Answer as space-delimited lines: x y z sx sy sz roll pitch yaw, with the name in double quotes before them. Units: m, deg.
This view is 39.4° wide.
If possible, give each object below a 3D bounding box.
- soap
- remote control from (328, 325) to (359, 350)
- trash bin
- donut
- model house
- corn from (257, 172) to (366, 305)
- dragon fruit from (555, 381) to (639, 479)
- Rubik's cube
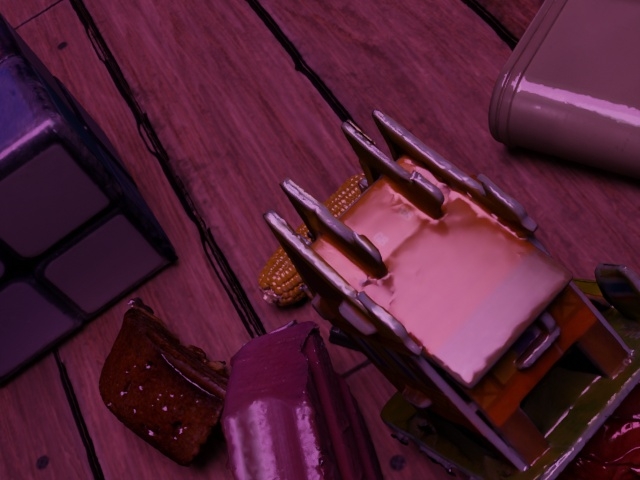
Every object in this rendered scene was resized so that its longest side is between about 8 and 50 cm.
"soap" -0.015 0.215 0.900 0.112 0.182 0.289 -22 58 9
"remote control" 0.052 0.115 1.042 0.091 0.016 0.034 14 60 28
"trash bin" 0.363 -0.189 1.063 0.247 0.121 0.243 22 68 28
"donut" -0.189 0.164 1.037 0.186 0.144 0.126 29 92 8
"model house" 0.097 0.021 0.836 0.242 0.313 0.357 -42 12 -10
"corn" 0.000 0.000 1.108 0.067 0.067 0.206 32 74 35
"dragon fruit" 0.300 0.214 0.791 0.317 0.152 0.205 -18 54 9
"Rubik's cube" -0.430 -0.057 1.164 0.313 0.316 0.318 -36 51 -3
